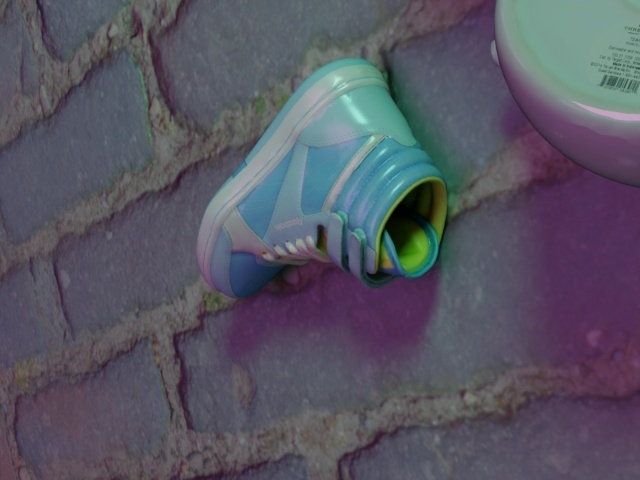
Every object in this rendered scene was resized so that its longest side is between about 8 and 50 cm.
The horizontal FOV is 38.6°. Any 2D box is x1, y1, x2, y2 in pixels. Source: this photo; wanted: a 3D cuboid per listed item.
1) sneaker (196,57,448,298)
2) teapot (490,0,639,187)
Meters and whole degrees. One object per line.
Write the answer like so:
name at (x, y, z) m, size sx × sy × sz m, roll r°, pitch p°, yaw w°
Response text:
sneaker at (0.000, 0.000, 0.917) m, size 0.208 × 0.127 × 0.319 m, roll 55°, pitch 130°, yaw 25°
teapot at (0.254, -0.131, 0.619) m, size 0.252 × 0.187 × 0.256 m, roll -26°, pitch 59°, yaw 16°
